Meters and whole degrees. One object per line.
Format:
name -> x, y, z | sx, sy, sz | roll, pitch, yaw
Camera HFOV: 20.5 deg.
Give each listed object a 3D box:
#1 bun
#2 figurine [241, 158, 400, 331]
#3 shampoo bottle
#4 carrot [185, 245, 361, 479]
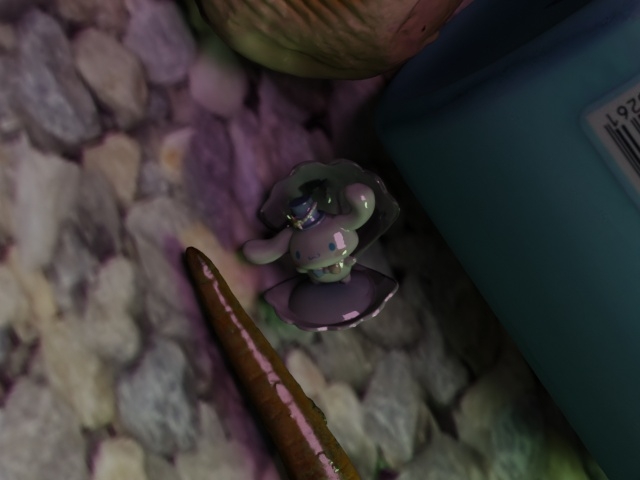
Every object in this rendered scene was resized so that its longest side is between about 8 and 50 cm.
bun -> 0.013, -0.222, 1.035 | 0.153, 0.244, 0.244 | -10, 86, -54
figurine -> 0.000, 0.000, 1.049 | 0.082, 0.094, 0.086 | -74, 159, -62
shampoo bottle -> 0.253, -0.031, 1.062 | 0.331, 0.331, 0.343 | -43, 104, -31
carrot -> -0.015, 0.114, 1.038 | 0.049, 0.049, 0.254 | -31, 93, -33
